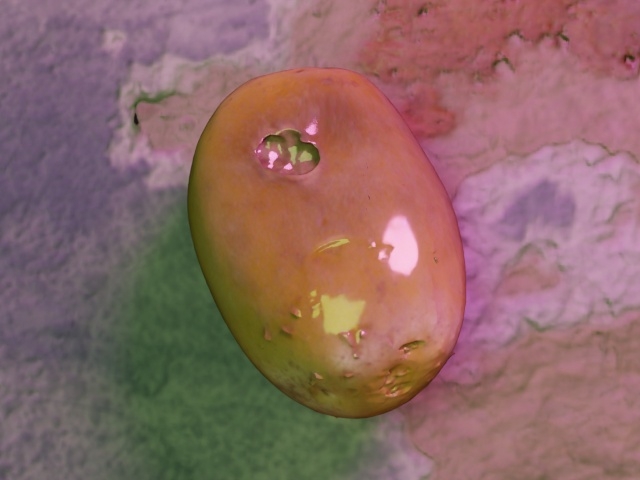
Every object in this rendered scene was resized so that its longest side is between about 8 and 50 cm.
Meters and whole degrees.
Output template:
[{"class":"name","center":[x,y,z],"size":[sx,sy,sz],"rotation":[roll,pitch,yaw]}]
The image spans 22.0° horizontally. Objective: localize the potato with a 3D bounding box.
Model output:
[{"class":"potato","center":[0.000,0.000,1.029],"size":[0.150,0.146,0.234],"rotation":[-8,59,-23]}]
